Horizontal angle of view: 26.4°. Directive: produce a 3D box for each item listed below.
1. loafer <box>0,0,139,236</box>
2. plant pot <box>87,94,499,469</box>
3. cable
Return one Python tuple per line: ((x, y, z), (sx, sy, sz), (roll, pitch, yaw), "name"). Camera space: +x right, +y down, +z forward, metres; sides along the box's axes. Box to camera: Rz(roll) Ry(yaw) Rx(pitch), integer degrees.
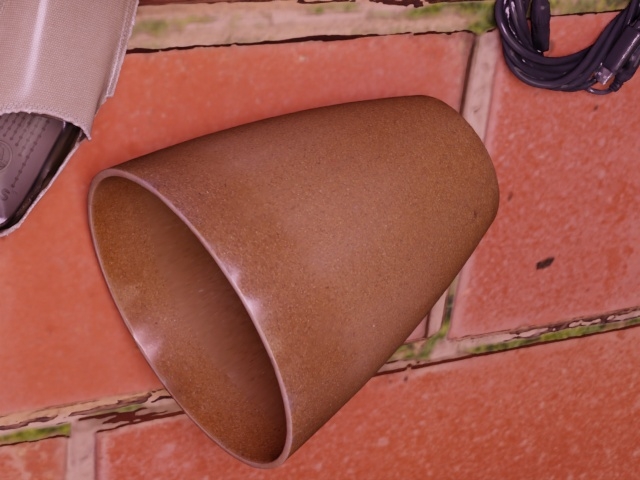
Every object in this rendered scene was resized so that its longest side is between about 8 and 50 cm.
((-0.180, -0.110, 0.896), (0.102, 0.092, 0.268), (14, 111, -34), "loafer")
((0.000, 0.000, 0.998), (0.254, 0.237, 0.237), (-31, 130, -27), "plant pot")
((0.218, -0.206, 1.086), (0.150, 0.047, 0.184), (14, 114, -28), "cable")
